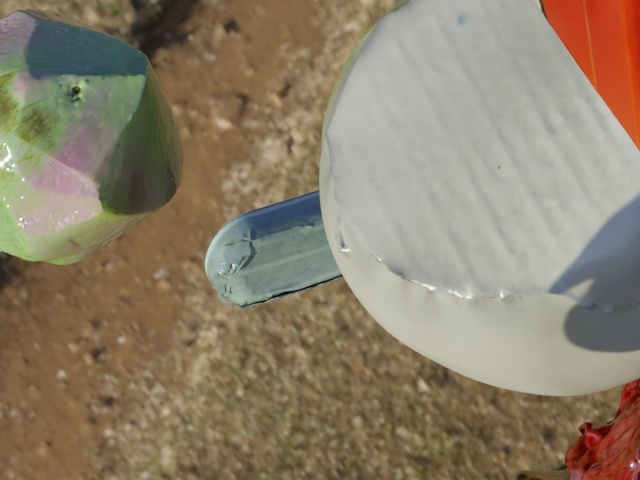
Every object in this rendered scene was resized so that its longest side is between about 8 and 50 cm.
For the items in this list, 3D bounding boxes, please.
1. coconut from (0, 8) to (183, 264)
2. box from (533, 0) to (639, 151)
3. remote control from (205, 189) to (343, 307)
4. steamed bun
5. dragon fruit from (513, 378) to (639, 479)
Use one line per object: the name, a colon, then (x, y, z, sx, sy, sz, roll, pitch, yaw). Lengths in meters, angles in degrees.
coconut: (-0.230, -0.093, 1.346, 0.236, 0.205, 0.235, -16, 67, 40)
box: (0.053, -0.108, 0.349, 0.048, 0.100, 0.152, -29, 57, 0)
remote control: (0.000, 0.000, 1.540, 0.247, 0.104, 0.052, -19, 40, -21)
steamed bun: (0.161, -0.031, 1.022, 0.309, 0.309, 0.309, -15, 47, 17)
dragon fruit: (0.210, 0.213, 0.966, 0.205, 0.152, 0.316, -13, 72, 29)
